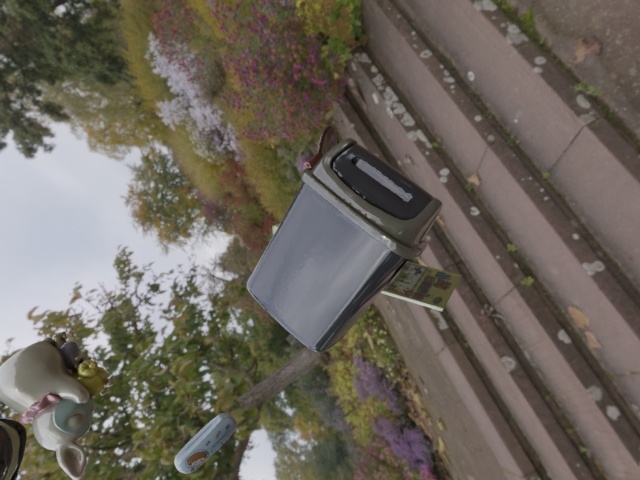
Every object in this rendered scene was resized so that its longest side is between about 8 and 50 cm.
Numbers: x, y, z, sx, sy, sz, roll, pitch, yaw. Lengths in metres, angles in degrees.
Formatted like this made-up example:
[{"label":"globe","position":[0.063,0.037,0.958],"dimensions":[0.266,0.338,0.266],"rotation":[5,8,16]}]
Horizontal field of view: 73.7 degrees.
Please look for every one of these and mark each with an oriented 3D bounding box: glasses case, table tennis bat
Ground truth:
[{"label":"glasses case","position":[-0.296,0.525,1.109],"dimensions":[0.045,0.178,0.067],"rotation":[30,157,51]},{"label":"table tennis bat","position":[0.004,-0.171,0.850],"dimensions":[0.155,0.019,0.098],"rotation":[-53,-30,-53]}]

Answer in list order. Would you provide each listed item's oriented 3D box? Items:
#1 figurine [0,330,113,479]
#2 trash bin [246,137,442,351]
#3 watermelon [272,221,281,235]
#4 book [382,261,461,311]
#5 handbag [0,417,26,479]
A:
[{"label":"figurine","position":[-0.463,0.299,0.780],"dimensions":[0.235,0.127,0.155],"rotation":[46,-143,5]},{"label":"trash bin","position":[0.033,0.009,0.674],"dimensions":[0.209,0.290,0.182],"rotation":[39,-162,14]},{"label":"watermelon","position":[-0.009,0.007,1.048],"dimensions":[0.193,0.137,0.145],"rotation":[54,-148,1]},{"label":"book","position":[0.275,0.119,1.195],"dimensions":[0.192,0.168,0.013],"rotation":[14,125,29]},{"label":"handbag","position":[-0.687,0.385,0.762],"dimensions":[0.181,0.254,0.181],"rotation":[114,165,-81]}]
